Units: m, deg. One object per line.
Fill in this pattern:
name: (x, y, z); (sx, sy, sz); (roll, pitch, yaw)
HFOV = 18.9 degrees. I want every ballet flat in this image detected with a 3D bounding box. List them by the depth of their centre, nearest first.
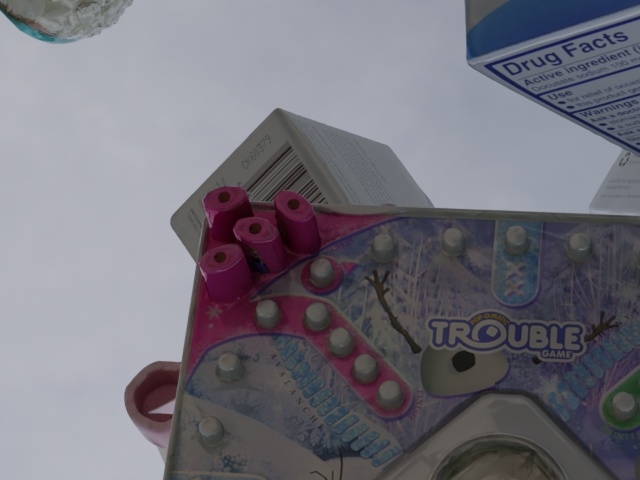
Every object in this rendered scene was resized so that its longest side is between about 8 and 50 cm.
ballet flat: (-0.186, -0.268, 1.600); (0.147, 0.147, 0.409); (-5, -165, 6)

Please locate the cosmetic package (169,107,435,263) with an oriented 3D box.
cosmetic package: (0.000, 0.000, 1.702); (0.151, 0.184, 0.151); (-44, -121, 20)

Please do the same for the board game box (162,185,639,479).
board game box: (0.099, 0.145, 1.070); (0.390, 0.050, 0.390); (2, -119, 9)

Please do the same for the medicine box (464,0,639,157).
medicine box: (0.257, -0.143, 0.967); (0.263, 0.289, 0.149); (-15, -114, 37)

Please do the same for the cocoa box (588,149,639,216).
cocoa box: (0.443, -0.056, 1.719); (0.231, 0.228, 0.347); (-58, -167, -6)

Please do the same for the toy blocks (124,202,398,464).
toy blocks: (0.031, 0.139, 1.460); (0.288, 0.260, 0.309); (-29, -126, -12)
